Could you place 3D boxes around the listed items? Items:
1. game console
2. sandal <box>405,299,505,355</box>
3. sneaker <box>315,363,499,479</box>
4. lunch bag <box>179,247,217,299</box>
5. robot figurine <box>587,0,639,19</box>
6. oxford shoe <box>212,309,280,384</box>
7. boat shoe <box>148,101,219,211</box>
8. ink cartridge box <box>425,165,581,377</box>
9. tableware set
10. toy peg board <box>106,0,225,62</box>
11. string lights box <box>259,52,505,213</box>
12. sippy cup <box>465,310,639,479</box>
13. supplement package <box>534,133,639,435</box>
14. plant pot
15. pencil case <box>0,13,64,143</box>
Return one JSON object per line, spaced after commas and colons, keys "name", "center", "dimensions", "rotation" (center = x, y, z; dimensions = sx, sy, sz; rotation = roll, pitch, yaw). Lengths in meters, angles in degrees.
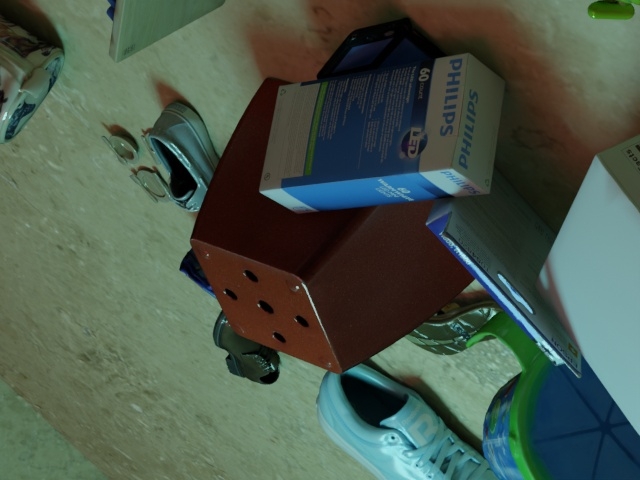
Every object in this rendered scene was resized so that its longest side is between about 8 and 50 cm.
{"name": "game console", "center": [0.070, -0.185, 1.665], "dimensions": [0.071, 0.107, 0.122], "rotation": [68, 154, 11]}
{"name": "sandal", "center": [0.180, 0.105, 1.988], "dimensions": [0.180, 0.049, 0.072], "rotation": [-21, 122, 43]}
{"name": "sneaker", "center": [0.142, 0.305, 2.232], "dimensions": [0.366, 0.135, 0.150], "rotation": [30, 154, 16]}
{"name": "lunch bag", "center": [-0.073, 0.072, 2.170], "dimensions": [0.221, 0.138, 0.293], "rotation": [33, 167, -14]}
{"name": "robot figurine", "center": [0.261, -0.245, 1.335], "dimensions": [0.115, 0.067, 0.101], "rotation": [22, 118, 33]}
{"name": "oxford shoe", "center": [-0.106, 0.159, 2.391], "dimensions": [0.096, 0.083, 0.227], "rotation": [24, 160, 23]}
{"name": "boat shoe", "center": [-0.180, -0.085, 2.110], "dimensions": [0.079, 0.081, 0.227], "rotation": [17, 145, 38]}
{"name": "ink cartridge box", "center": [0.207, 0.027, 1.658], "dimensions": [0.045, 0.224, 0.223], "rotation": [-37, 103, 27]}
{"name": "tableware set", "center": [-0.241, -0.103, 2.227], "dimensions": [0.168, 0.020, 0.141], "rotation": [5, 137, 49]}
{"name": "toy peg board", "center": [-0.183, -0.305, 1.722], "dimensions": [0.079, 0.160, 0.161], "rotation": [51, 155, 14]}
{"name": "string lights box", "center": [0.063, -0.111, 1.641], "dimensions": [0.259, 0.133, 0.076], "rotation": [-4, 157, 39]}
{"name": "sippy cup", "center": [0.307, 0.232, 1.845], "dimensions": [0.224, 0.240, 0.306], "rotation": [145, 120, -72]}
{"name": "supplement package", "center": [0.347, 0.033, 1.486], "dimensions": [0.204, 0.145, 0.262], "rotation": [57, 159, 23]}
{"name": "plant pot", "center": [0.000, 0.000, 1.845], "dimensions": [0.267, 0.236, 0.267], "rotation": [18, 145, 35]}
{"name": "pencil case", "center": [-0.546, -0.311, 2.149], "dimensions": [0.410, 0.160, 0.183], "rotation": [38, 167, 4]}
